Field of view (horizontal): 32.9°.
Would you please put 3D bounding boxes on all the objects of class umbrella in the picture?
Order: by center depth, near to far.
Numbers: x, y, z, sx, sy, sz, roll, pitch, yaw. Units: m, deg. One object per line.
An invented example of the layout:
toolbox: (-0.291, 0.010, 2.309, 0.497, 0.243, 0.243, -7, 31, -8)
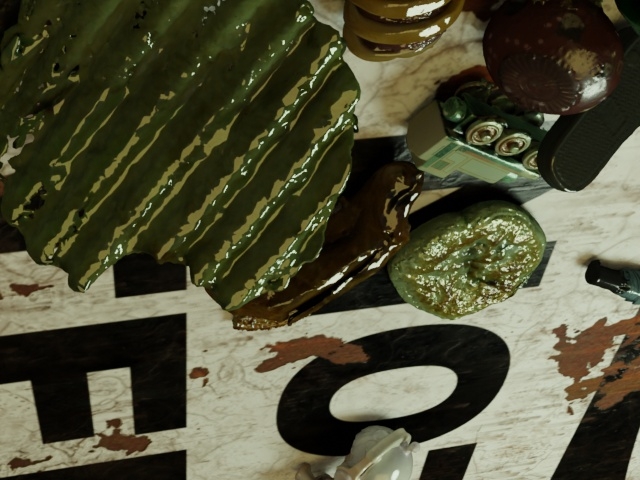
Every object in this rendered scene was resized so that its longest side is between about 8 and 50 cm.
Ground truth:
umbrella: (0.504, 0.079, 1.688, 0.250, 0.053, 0.052, 14, 133, -34)

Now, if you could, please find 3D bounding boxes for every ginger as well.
ginger: (0.003, 0.014, 1.374, 0.309, 0.107, 0.133, -28, 107, -2)

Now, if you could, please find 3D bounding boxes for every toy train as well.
toy train: (0.202, -0.121, 1.326, 0.194, 0.081, 0.125, 17, 141, -38)

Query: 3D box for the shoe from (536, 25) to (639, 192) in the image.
shoe: (0.327, -0.168, 1.295, 0.241, 0.093, 0.108, -50, 124, -9)

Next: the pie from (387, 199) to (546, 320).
pie: (0.204, 0.030, 1.522, 0.240, 0.054, 0.240, -12, 143, -9)

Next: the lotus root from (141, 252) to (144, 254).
lotus root: (-0.142, -0.078, 1.208, 0.145, 0.128, 0.260, 32, 116, -24)

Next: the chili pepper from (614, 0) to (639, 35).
chili pepper: (0.423, -0.274, 1.081, 0.256, 0.249, 0.233, 34, 143, -30)

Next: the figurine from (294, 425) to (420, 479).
figurine: (0.071, 0.395, 1.869, 0.237, 0.141, 0.162, -47, 161, 30)

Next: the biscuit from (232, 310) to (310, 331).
biscuit: (-0.034, 0.066, 1.500, 0.126, 0.025, 0.206, 10, 134, -30)

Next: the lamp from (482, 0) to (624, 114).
lamp: (0.261, -0.216, 1.192, 0.156, 0.135, 0.157, 36, 152, -11)

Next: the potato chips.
potato chips: (-0.146, -0.119, 1.064, 0.373, 0.097, 0.389, 13, 119, -5)

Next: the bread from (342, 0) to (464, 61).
bread: (0.088, -0.276, 1.089, 0.134, 0.081, 0.225, -13, 141, -7)
